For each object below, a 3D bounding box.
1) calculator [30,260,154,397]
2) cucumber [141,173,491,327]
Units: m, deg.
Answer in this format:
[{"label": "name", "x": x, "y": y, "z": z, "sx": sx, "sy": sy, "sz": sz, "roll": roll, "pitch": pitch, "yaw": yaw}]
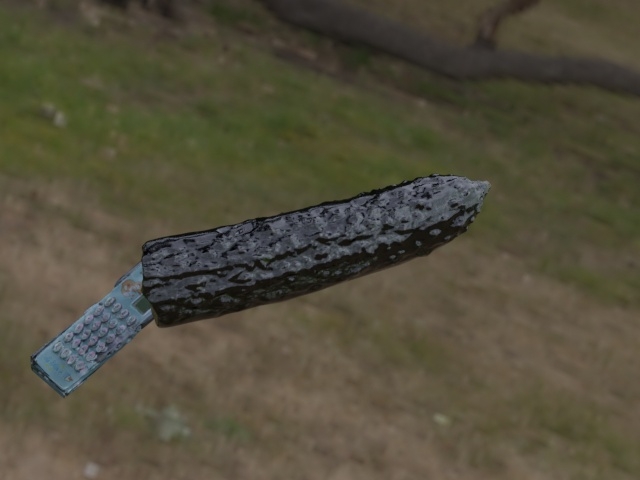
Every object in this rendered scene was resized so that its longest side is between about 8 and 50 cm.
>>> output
[{"label": "calculator", "x": -0.194, "y": 0.074, "z": 1.762, "sx": 0.057, "sy": 0.018, "sz": 0.172, "roll": 40, "pitch": 66, "yaw": 20}, {"label": "cucumber", "x": 0.001, "y": 0.001, "z": 1.469, "sx": 0.300, "sy": 0.072, "sz": 0.072, "roll": -15, "pitch": 30, "yaw": -14}]
